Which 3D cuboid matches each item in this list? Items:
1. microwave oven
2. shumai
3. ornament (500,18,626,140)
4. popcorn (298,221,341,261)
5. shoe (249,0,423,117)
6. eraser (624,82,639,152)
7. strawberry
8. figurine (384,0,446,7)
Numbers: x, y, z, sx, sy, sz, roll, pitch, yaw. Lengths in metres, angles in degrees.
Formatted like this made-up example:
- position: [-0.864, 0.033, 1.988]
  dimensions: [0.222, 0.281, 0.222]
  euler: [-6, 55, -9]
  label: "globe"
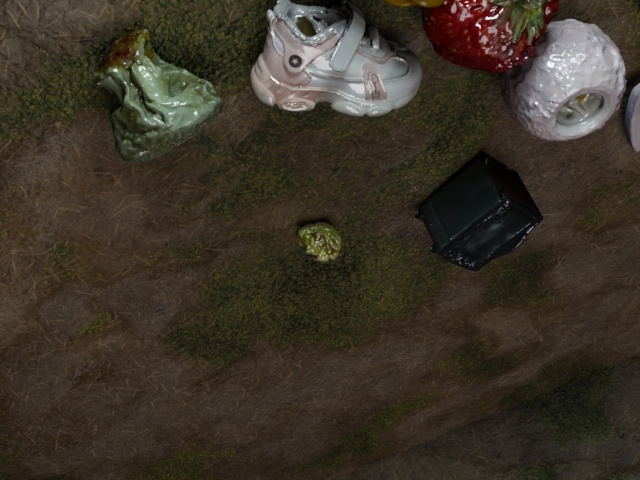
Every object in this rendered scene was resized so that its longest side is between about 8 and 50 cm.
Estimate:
- position: [0.399, -0.062, 2.198]
  dimensions: [0.178, 0.188, 0.247]
  euler: [22, 128, -40]
  label: "microwave oven"
- position: [-0.327, -0.278, 1.691]
  dimensions: [0.225, 0.222, 0.260]
  euler: [-34, -179, -23]
  label: "shumai"
- position: [0.512, -0.344, 1.860]
  dimensions: [0.259, 0.225, 0.259]
  euler: [-12, 143, -9]
  label: "ornament"
- position: [-0.001, -0.001, 2.189]
  dimensions: [0.097, 0.109, 0.089]
  euler: [-57, 167, -5]
  label: "popcorn"
- position: [0.044, -0.358, 1.699]
  dimensions: [0.350, 0.172, 0.198]
  euler: [-6, 138, -18]
  label: "shoe"
- position: [0.816, -0.329, 2.139]
  dimensions: [0.204, 0.059, 0.243]
  euler: [-35, 143, 22]
  label: "eraser"
- position: [0.305, -0.454, 1.664]
  dimensions: [0.274, 0.220, 0.274]
  euler: [-8, 106, -29]
  label: "strawberry"
- position: [0.127, -0.497, 1.515]
  dimensions: [0.228, 0.215, 0.215]
  euler: [4, 139, -6]
  label: "figurine"
